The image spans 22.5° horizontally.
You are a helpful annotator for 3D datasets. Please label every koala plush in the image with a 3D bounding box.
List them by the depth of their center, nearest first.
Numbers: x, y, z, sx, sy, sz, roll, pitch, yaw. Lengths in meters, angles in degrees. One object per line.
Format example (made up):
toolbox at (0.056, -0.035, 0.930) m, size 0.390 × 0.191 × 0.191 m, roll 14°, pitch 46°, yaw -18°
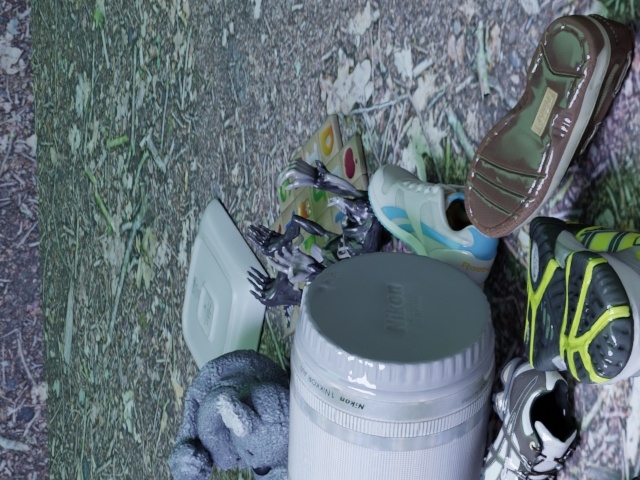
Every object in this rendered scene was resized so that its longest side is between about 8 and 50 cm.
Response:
koala plush at (-0.089, 0.249, 2.238) m, size 0.221 × 0.196 × 0.203 m, roll 164°, pitch 114°, yaw -70°

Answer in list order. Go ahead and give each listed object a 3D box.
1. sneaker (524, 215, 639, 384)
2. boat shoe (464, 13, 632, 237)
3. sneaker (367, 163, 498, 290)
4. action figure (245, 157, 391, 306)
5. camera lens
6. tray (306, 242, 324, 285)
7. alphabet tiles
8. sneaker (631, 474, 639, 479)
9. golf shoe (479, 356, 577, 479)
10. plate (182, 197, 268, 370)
sneaker at (0.275, 0.058, 1.461) m, size 0.385 × 0.147 × 0.145 m, roll -118°, pitch 28°, yaw -79°
boat shoe at (0.234, -0.108, 1.588) m, size 0.095 × 0.095 × 0.257 m, roll 49°, pitch 131°, yaw 26°
sneaker at (0.134, -0.031, 1.842) m, size 0.229 × 0.087 × 0.092 m, roll 50°, pitch 129°, yaw 45°
action figure at (-0.002, -0.008, 2.026) m, size 0.275 × 0.141 × 0.164 m, roll -31°, pitch 42°, yaw 48°
camera lens at (0.075, 0.179, 1.744) m, size 0.219 × 0.219 × 0.274 m, roll -122°, pitch 28°, yaw -49°
tray at (0.044, 0.113, 2.087) m, size 0.270 × 0.030 × 0.145 m, roll -139°, pitch 50°, yaw -59°
alphabet tiles at (0.000, 0.000, 2.230) m, size 0.342 × 0.011 × 0.285 m, roll 136°, pitch 129°, yaw -59°
sneaker at (0.300, 0.251, 1.476) m, size 0.232 × 0.081 × 0.091 m, roll 4°, pitch 92°, yaw 60°
golf shoe at (0.218, 0.222, 1.658) m, size 0.094 × 0.077 × 0.198 m, roll -165°, pitch 74°, yaw -65°
plate at (-0.165, 0.113, 2.575) m, size 0.278 × 0.045 × 0.277 m, roll -125°, pitch 40°, yaw -53°
